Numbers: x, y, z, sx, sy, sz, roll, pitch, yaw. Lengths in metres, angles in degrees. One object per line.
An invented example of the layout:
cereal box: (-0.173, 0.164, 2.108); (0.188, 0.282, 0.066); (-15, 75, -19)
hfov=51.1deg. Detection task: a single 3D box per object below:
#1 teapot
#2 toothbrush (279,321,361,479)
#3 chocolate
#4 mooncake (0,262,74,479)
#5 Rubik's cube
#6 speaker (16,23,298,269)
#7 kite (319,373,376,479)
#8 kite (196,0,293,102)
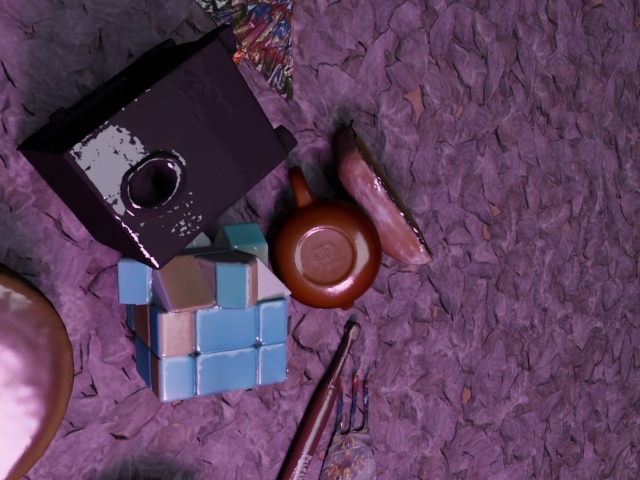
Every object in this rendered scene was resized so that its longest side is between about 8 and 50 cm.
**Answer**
teapot: (0.000, 0.000, 1.086); (0.178, 0.135, 0.252); (-21, 93, -1)
toothbrush: (-0.007, 0.311, 1.171); (0.040, 0.040, 0.364); (29, 80, -35)
chocolate: (0.092, -0.064, 1.133); (0.083, 0.161, 0.261); (-31, 116, 12)
mooncake: (-0.435, 0.151, 0.765); (0.284, 0.155, 0.285); (-8, 104, -36)
Rubik's cube: (-0.146, 0.085, 0.926); (0.265, 0.224, 0.213); (-4, 98, -30)
speaker: (-0.203, -0.124, 0.841); (0.254, 0.232, 0.184); (-44, 121, -21)
kite: (0.056, 0.364, 1.238); (0.141, 0.015, 0.245); (-2, 102, -37)
kite: (-0.105, -0.310, 1.020); (0.232, 0.009, 0.189); (47, 71, -30)
